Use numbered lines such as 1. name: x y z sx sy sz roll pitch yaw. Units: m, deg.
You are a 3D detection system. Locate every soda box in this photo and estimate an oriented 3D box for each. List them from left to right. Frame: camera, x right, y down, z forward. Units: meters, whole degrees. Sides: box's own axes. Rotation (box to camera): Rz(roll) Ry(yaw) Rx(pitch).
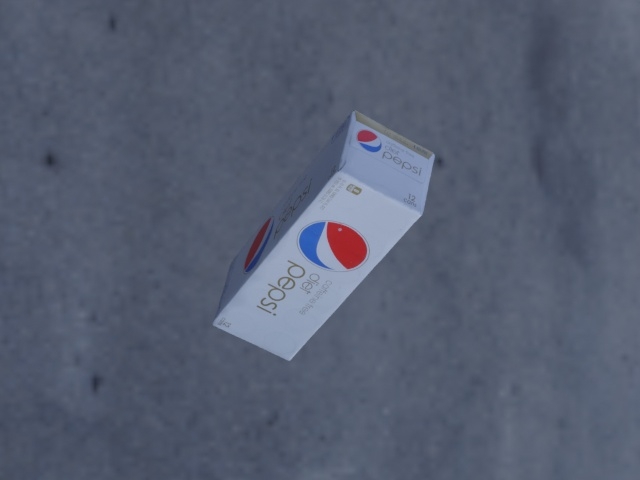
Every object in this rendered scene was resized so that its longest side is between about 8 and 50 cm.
1. soda box: 0.000 0.000 1.426 0.074 0.216 0.069 27 47 -13
